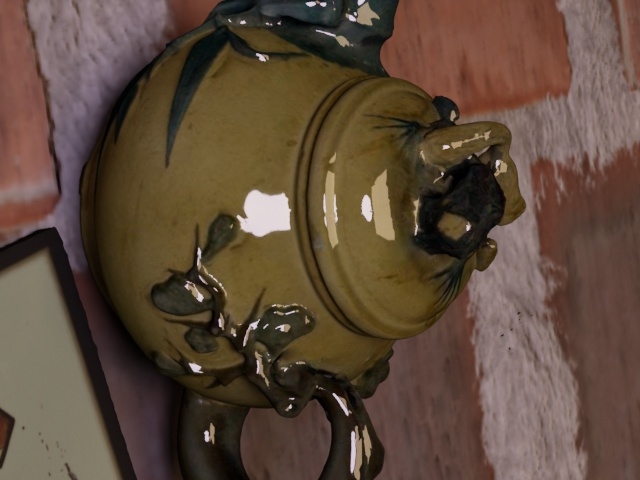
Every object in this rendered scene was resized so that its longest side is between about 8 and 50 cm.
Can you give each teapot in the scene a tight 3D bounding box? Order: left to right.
[{"bbox_3d":[0.000,0.000,0.795,0.173,0.183,0.269,14,76,-52],"label":"teapot"}]

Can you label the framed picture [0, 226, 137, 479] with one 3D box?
[{"bbox_3d":[-0.174,0.161,0.692,0.324,0.013,0.244,-32,111,-48],"label":"framed picture"}]
